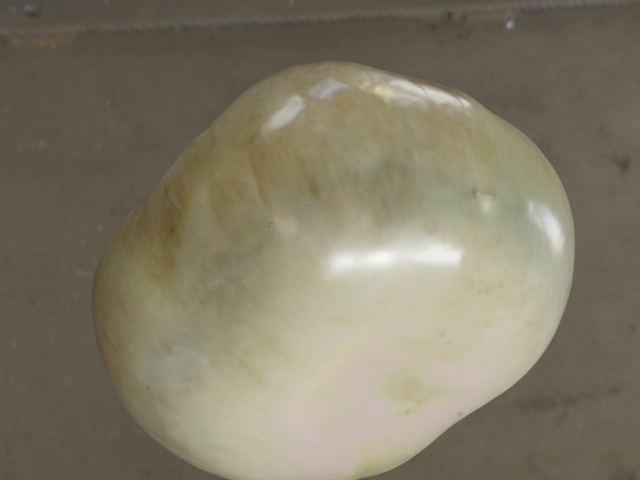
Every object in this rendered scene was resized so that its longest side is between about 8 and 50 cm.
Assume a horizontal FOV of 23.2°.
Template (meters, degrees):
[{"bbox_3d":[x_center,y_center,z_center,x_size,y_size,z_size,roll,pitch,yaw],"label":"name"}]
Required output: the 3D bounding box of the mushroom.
[{"bbox_3d":[0.000,0.000,0.854,0.260,0.254,0.234,-9,47,-14],"label":"mushroom"}]
